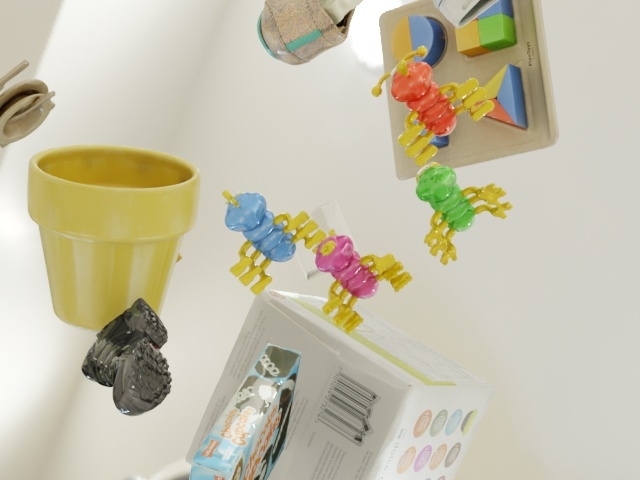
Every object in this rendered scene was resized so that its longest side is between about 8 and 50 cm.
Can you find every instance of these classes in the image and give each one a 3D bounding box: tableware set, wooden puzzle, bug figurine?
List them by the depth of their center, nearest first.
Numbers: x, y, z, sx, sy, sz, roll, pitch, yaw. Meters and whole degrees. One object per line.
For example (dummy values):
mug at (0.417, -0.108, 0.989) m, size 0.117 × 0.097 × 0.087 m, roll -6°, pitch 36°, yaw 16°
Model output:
bug figurine at (0.046, -0.039, 1.064) m, size 0.216 × 0.279 × 0.072 m, roll 51°, pitch 3°, yaw -38°
tableware set at (-0.366, -0.100, 1.232) m, size 0.039 × 0.194 × 0.128 m, roll 47°, pitch -9°, yaw 12°
wooden puzzle at (0.241, -0.294, 2.003) m, size 0.348 × 0.080 × 0.322 m, roll -12°, pitch -99°, yaw 39°

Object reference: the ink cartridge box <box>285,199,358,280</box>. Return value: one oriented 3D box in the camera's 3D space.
ink cartridge box at (0.000, 0.000, 1.802) m, size 0.143 × 0.090 × 0.092 m, roll 93°, pitch -27°, yaw -83°

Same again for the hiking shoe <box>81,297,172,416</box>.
hiking shoe at (-0.270, 0.178, 1.551) m, size 0.086 × 0.114 × 0.227 m, roll 52°, pitch 13°, yaw -25°

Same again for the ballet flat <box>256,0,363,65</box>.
ballet flat at (0.034, -0.314, 1.220) m, size 0.106 × 0.316 × 0.107 m, roll -12°, pitch -42°, yaw 43°

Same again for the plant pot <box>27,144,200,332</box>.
plant pot at (-0.315, 0.000, 1.705) m, size 0.254 × 0.254 × 0.239 m, roll 34°, pitch -59°, yaw 54°

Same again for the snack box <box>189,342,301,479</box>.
snack box at (-0.111, 0.303, 1.604) m, size 0.060 × 0.322 × 0.187 m, roll 15°, pitch -63°, yaw 10°

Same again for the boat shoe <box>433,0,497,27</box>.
boat shoe at (0.277, -0.393, 1.676) m, size 0.076 × 0.226 × 0.083 m, roll 60°, pitch 13°, yaw 21°

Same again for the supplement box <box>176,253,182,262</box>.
supplement box at (-0.458, 0.022, 2.579) m, size 0.194 × 0.191 × 0.129 m, roll 55°, pitch -21°, yaw -12°

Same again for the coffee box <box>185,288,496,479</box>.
coffee box at (0.040, 0.318, 1.966) m, size 0.338 × 0.334 × 0.337 m, roll 29°, pitch -81°, yaw 32°
